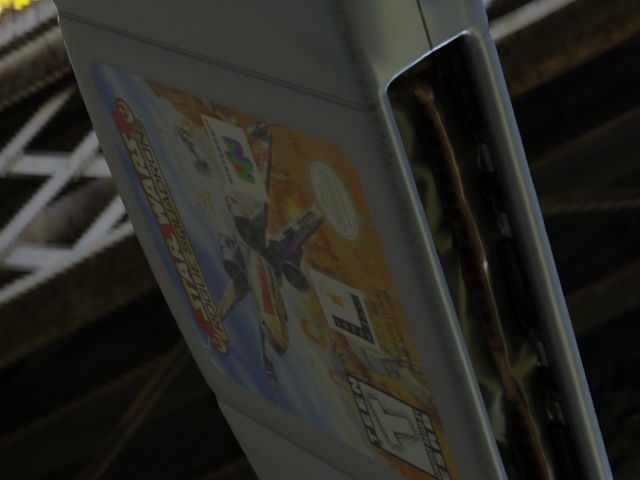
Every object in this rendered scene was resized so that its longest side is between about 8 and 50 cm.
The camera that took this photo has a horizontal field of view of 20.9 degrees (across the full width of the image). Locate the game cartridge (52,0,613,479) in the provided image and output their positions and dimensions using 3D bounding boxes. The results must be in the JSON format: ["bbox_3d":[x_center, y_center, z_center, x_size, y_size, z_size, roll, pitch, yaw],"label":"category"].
[{"bbox_3d":[0.000,0.000,0.598,0.062,0.198,0.297,-37,-57,-28],"label":"game cartridge"}]
